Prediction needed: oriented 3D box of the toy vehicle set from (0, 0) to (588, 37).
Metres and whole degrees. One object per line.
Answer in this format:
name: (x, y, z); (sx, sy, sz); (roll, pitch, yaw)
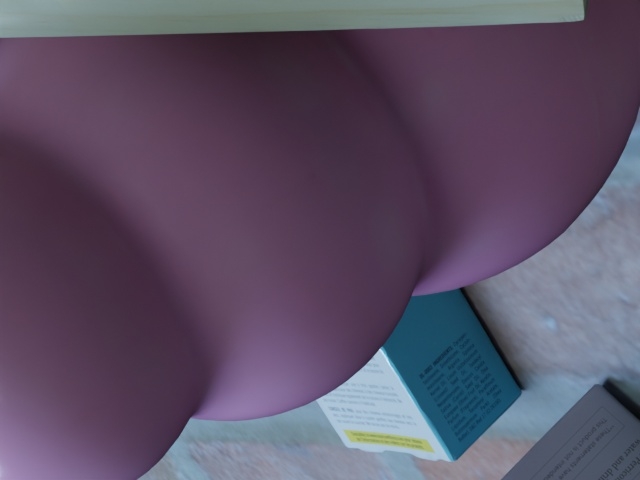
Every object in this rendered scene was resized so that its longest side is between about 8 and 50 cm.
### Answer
toy vehicle set: (-0.041, -0.135, 0.631); (0.267, 0.166, 0.035); (0, 137, 12)

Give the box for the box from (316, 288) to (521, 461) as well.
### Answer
box: (0.000, 0.000, 0.993); (0.100, 0.060, 0.244); (-1, 125, 56)

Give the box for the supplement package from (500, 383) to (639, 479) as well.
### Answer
supplement package: (0.169, 0.253, 0.942); (0.293, 0.177, 0.175); (43, 153, 14)

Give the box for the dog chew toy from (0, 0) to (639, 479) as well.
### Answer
dog chew toy: (-0.032, -0.032, 0.699); (0.206, 0.332, 0.206); (36, 150, 25)
